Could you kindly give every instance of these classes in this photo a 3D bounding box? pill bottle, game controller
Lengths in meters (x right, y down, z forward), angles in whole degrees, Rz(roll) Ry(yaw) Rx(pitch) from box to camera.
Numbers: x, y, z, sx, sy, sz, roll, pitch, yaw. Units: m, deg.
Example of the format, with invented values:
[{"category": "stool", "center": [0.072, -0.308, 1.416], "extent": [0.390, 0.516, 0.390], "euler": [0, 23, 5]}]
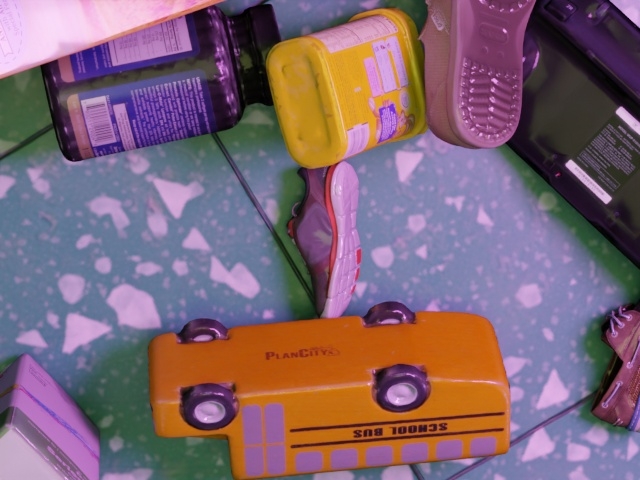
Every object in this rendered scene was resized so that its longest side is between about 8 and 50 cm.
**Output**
[{"category": "pill bottle", "center": [-0.142, -0.152, 1.807], "extent": [0.219, 0.123, 0.122], "euler": [-12, 98, -2]}, {"category": "game controller", "center": [0.293, -0.096, 1.850], "extent": [0.319, 0.067, 0.166], "euler": [44, 107, 6]}]

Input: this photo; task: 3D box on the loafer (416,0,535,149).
[{"category": "loafer", "center": [0.139, -0.208, 1.815], "extent": [0.102, 0.092, 0.268], "euler": [22, 68, -29]}]

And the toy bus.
[{"category": "toy bus", "center": [0.008, 0.145, 1.844], "extent": [0.333, 0.108, 0.130], "euler": [-5, 128, -3]}]

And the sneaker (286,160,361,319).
[{"category": "sneaker", "center": [0.000, 0.000, 1.877], "extent": [0.065, 0.061, 0.158], "euler": [5, 96, 23]}]

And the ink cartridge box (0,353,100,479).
[{"category": "ink cartridge box", "center": [-0.307, 0.235, 1.767], "extent": [0.201, 0.278, 0.117], "euler": [-43, 101, 2]}]

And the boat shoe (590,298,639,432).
[{"category": "boat shoe", "center": [0.307, 0.096, 1.893], "extent": [0.066, 0.066, 0.183], "euler": [12, 96, -4]}]

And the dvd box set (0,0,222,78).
[{"category": "dvd box set", "center": [-0.260, -0.303, 1.659], "extent": [0.420, 0.062, 0.307], "euler": [-23, 100, -28]}]

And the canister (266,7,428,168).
[{"category": "canister", "center": [0.028, -0.141, 1.790], "extent": [0.073, 0.170, 0.126], "euler": [-10, 98, 33]}]
